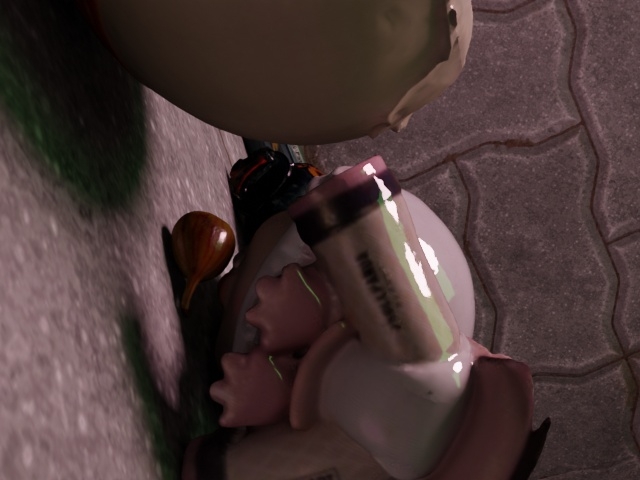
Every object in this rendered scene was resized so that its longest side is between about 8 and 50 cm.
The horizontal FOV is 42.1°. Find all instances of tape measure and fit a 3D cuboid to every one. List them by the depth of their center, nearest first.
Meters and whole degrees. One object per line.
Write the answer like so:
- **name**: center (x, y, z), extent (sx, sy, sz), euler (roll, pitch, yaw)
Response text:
- **tape measure**: center (0.000, 0.000, 1.023), extent (0.223, 0.135, 0.202), euler (45, 3, 36)

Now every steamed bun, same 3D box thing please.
- **steamed bun**: center (-0.058, -0.234, 0.536), extent (0.374, 0.241, 0.374), euler (-15, 90, -82)

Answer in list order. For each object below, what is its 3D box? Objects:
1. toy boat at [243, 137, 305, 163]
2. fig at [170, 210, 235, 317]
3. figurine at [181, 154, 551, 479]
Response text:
- **toy boat**: center (-0.062, -0.130, 1.323), extent (0.093, 0.103, 0.246), euler (27, -37, 61)
- **fig**: center (-0.091, 0.017, 0.620), extent (0.050, 0.050, 0.083), euler (71, 24, -53)
- **figurine**: center (0.017, 0.080, 0.638), extent (0.211, 0.253, 0.361), euler (37, 4, -5)
